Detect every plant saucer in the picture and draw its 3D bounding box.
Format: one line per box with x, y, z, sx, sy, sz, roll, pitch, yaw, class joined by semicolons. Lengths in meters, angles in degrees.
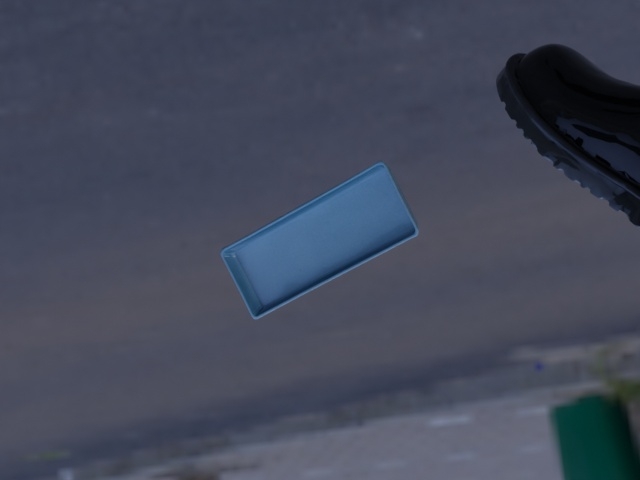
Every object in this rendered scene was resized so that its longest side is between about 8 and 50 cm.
0.000;0.000;1.642;0.192;0.067;0.018;-28;177;37;plant saucer

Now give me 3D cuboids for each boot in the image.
0.349;-0.139;1.801;0.131;0.348;0.260;-8;135;-57;boot
